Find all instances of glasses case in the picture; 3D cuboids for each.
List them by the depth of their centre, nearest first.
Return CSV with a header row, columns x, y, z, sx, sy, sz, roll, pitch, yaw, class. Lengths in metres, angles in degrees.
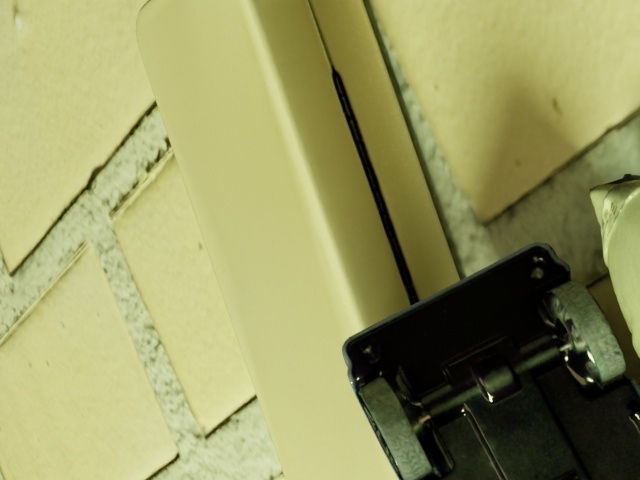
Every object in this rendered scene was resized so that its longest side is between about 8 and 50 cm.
x,y,z,sx,sy,sz,roll,pitch,yaw,class
0.000,0.000,1.058,0.144,0.076,0.336,-22,85,58,glasses case

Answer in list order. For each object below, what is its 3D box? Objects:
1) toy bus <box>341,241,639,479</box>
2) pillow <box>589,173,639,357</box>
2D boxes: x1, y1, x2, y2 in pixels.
x,y,z,sx,sy,sz,roll,pitch,yaw,class
0.126,0.159,0.883,0.292,0.125,0.133,62,177,18,toy bus
0.211,0.025,0.778,0.229,0.050,0.148,-13,100,58,pillow
